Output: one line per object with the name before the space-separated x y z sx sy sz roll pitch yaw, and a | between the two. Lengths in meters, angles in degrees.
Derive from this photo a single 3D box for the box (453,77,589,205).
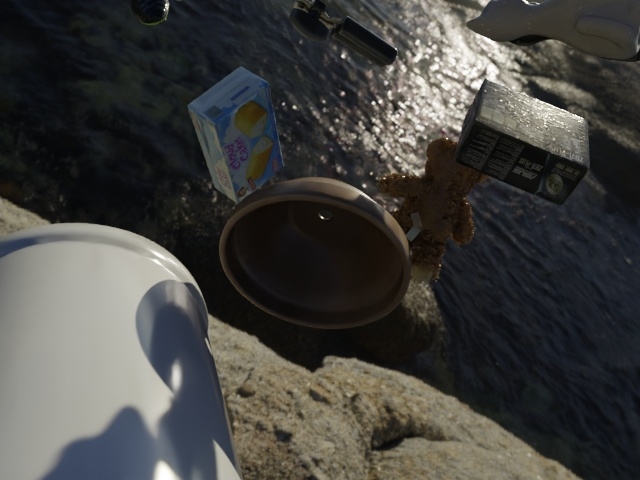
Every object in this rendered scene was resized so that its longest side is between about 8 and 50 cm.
box | 0.313 -0.156 0.871 0.180 0.078 0.147 23 45 2

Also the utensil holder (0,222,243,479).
utensil holder | -0.243 0.206 0.538 0.327 0.328 0.385 15 19 -27

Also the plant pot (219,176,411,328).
plant pot | 0.000 0.000 0.719 0.237 0.237 0.110 29 43 -14

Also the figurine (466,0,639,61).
figurine | 0.320 -0.290 0.751 0.209 0.093 0.214 12 20 31

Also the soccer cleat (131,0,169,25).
soccer cleat | -0.280 -0.410 0.887 0.060 0.072 0.179 -15 57 -3

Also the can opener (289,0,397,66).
can opener | 0.052 -0.482 1.322 0.280 0.093 0.074 20 2 -24

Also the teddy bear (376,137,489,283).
teddy bear | 0.243 -0.065 1.272 0.244 0.339 0.113 8 11 7

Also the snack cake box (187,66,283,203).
snack cake box | -0.177 -0.222 1.223 0.089 0.264 0.152 35 66 23
